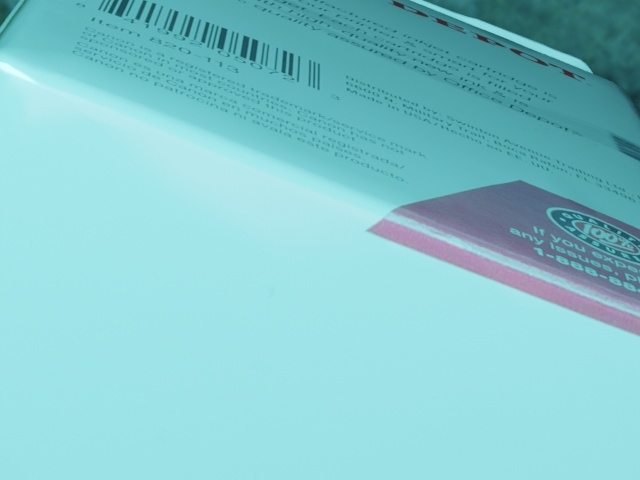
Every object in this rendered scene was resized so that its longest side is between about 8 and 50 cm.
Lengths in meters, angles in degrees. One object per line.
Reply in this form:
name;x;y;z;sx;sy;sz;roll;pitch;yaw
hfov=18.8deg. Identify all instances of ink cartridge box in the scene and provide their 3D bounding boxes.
ink cartridge box;0.000;0.000;0.580;0.207;0.283;0.117;21;107;-6
